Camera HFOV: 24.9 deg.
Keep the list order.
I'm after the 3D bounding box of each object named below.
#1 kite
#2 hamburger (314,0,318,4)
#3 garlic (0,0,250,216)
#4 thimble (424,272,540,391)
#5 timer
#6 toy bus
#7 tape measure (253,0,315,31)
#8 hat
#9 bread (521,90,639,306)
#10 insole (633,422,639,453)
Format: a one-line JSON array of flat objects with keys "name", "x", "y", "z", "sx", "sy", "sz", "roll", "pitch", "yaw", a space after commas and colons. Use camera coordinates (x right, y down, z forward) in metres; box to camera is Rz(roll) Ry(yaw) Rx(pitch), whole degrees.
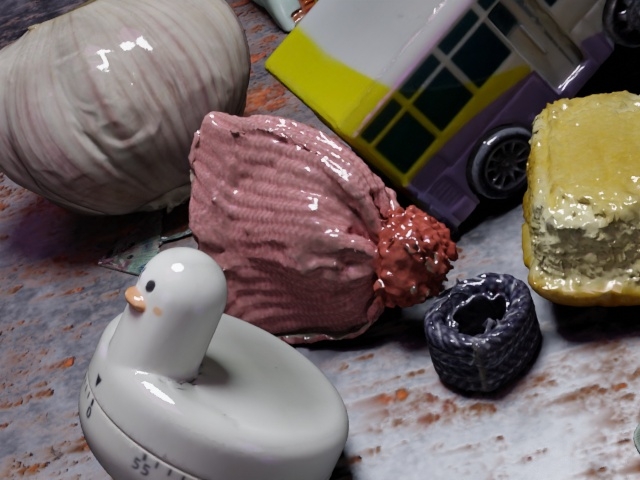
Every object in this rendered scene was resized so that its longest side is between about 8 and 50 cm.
[{"name": "kite", "x": -0.185, "y": 0.001, "z": 1.641, "sx": 0.156, "sy": 0.011, "sz": 0.139, "roll": -17, "pitch": 39, "yaw": 9}, {"name": "hamburger", "x": 0.088, "y": -0.294, "z": 1.736, "sx": 0.210, "sy": 0.173, "sz": 0.116, "roll": 16, "pitch": 14, "yaw": 40}, {"name": "garlic", "x": -0.226, "y": -0.151, "z": 1.658, "sx": 0.317, "sy": 0.259, "sz": 0.317, "roll": -37, "pitch": 1, "yaw": 1}, {"name": "thimble", "x": 0.146, "y": 0.082, "z": 1.312, "sx": 0.095, "sy": 0.066, "sz": 0.104, "roll": 5, "pitch": 43, "yaw": 31}, {"name": "timer", "x": -0.085, "y": 0.127, "z": 1.228, "sx": 0.240, "sy": 0.233, "sz": 0.233, "roll": -65, "pitch": 33, "yaw": 19}, {"name": "toy bus", "x": 0.174, "y": -0.255, "z": 1.468, "sx": 0.440, "sy": 0.249, "sz": 0.209, "roll": -48, "pitch": 38, "yaw": 4}, {"name": "tape measure", "x": -0.089, "y": -0.419, "z": 1.923, "sx": 0.125, "sy": 0.243, "sz": 0.246, "roll": -30, "pitch": 30, "yaw": -11}, {"name": "hat", "x": 0.000, "y": 0.000, "z": 1.394, "sx": 0.286, "sy": 0.237, "sz": 0.107, "roll": 8, "pitch": 21, "yaw": 28}, {"name": "bread", "x": 0.270, "y": -0.040, "z": 1.342, "sx": 0.174, "sy": 0.121, "sz": 0.245, "roll": -10, "pitch": 37, "yaw": 13}, {"name": "insole", "x": 0.316, "y": 0.202, "z": 1.120, "sx": 0.080, "sy": 0.003, "sz": 0.232, "roll": -26, "pitch": 37, "yaw": -3}]
